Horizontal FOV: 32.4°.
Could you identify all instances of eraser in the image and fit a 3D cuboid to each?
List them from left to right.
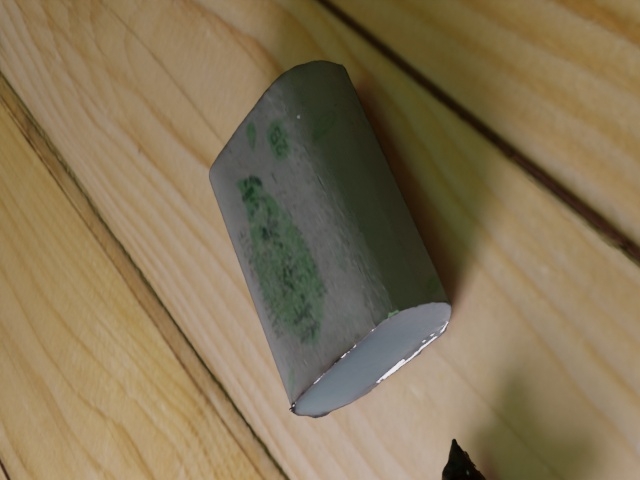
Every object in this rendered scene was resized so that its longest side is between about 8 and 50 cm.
[{"bbox_3d":[0.000,0.000,0.869,0.174,0.081,0.227,-45,57,39],"label":"eraser"}]

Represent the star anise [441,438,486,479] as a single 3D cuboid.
[{"bbox_3d":[0.101,0.222,0.757,0.124,0.056,0.129,45,121,40],"label":"star anise"}]
